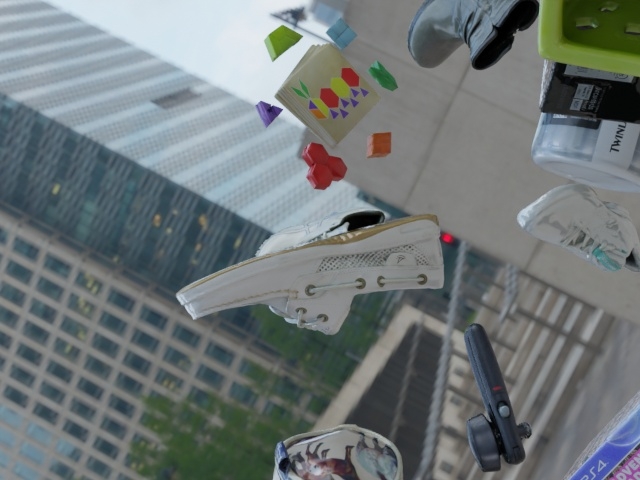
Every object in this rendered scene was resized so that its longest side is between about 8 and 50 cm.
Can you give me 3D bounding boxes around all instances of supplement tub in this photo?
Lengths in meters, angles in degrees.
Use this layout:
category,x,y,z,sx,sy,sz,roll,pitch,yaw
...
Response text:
category,x,y,z,sx,sy,sz,roll,pitch,yaw
supplement tub,0.441,-0.243,1.573,0.193,0.193,0.316,27,-101,-80

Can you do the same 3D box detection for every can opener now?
category,x,y,z,sx,sy,sz,roll,pitch,yaw
can opener,0.215,0.194,1.344,0.059,0.073,0.186,127,135,-68

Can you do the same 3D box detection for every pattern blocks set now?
category,x,y,z,sx,sy,sz,roll,pitch,yaw
pattern blocks set,0.012,-0.246,1.825,0.325,0.285,0.026,-38,1,-44

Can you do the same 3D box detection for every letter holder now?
category,x,y,z,sx,sy,sz,roll,pitch,yaw
letter holder,0.349,-0.304,1.193,0.302,0.151,0.215,88,-169,-63

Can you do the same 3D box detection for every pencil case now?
category,x,y,z,sx,sy,sz,roll,pitch,yaw
pencil case,-0.011,0.439,1.314,0.183,0.159,0.411,-39,-39,-72

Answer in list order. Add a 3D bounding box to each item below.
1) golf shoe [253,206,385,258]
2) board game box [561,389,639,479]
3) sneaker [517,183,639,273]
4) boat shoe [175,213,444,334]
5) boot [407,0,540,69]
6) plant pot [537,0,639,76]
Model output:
category,x,y,z,sx,sy,sz,roll,pitch,yaw
golf shoe,0.000,0.000,1.281,0.176,0.069,0.086,-29,1,-26
board game box,0.437,0.262,1.101,0.232,0.291,0.141,-55,-17,28
sneaker,0.323,-0.004,1.272,0.212,0.094,0.080,9,-42,-42
boat shoe,-0.001,0.048,1.059,0.098,0.277,0.096,172,84,-76
boot,0.212,-0.303,1.547,0.246,0.083,0.161,-49,34,42
plant pot,0.313,-0.269,0.862,0.207,0.228,0.227,-57,-25,-52
